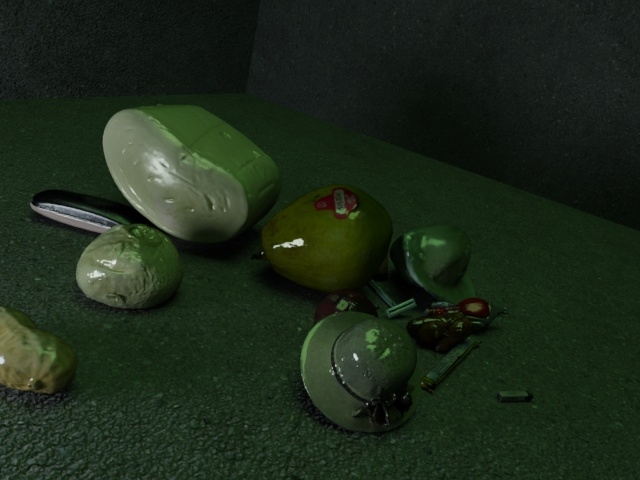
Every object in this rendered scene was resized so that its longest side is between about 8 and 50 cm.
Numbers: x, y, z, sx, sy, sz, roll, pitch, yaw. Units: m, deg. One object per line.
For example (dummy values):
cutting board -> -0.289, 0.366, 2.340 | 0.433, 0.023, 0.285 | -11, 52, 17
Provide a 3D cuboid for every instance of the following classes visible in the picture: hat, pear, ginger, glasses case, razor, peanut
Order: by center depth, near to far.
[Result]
peanut -> -0.527, 0.181, 0.968 | 0.263, 0.101, 0.117 | 25, 6, 27
hat -> 0.100, 0.219, 1.052 | 0.257, 0.130, 0.257 | 11, 53, -16
ginger -> 0.295, 0.222, 1.360 | 0.162, 0.073, 0.103 | -5, 10, -11
pear -> 0.000, 0.000, 1.475 | 0.375, 0.287, 0.287 | -13, 27, -3
razor -> 0.169, 0.144, 1.524 | 0.084, 0.035, 0.211 | -20, 28, -17
glasses case -> -0.624, -0.076, 1.532 | 0.315, 0.075, 0.122 | 15, 19, -1

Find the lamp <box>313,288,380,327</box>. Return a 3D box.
lamp -> 0.051, 0.187, 1.235 | 0.157, 0.156, 0.135 | 33, -33, -30

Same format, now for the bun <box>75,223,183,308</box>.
bun -> -0.432, 0.045, 1.273 | 0.244, 0.153, 0.244 | 7, 23, -3

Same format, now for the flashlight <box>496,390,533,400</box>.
flashlight -> 0.423, 0.338, 1.223 | 0.083, 0.018, 0.018 | 5, 25, -19

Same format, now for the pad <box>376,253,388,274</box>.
pad -> 0.068, 0.024, 1.734 | 0.287, 0.018, 0.284 | 13, 19, 2

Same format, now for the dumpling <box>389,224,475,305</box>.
dumpling -> 0.331, 0.050, 1.599 | 0.321, 0.211, 0.270 | -12, 35, -29

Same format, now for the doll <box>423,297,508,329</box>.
doll -> 0.386, 0.191, 1.470 | 0.228, 0.075, 0.102 | -3, 41, -13

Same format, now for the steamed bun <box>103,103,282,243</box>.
steamed bun -> -0.368, -0.177, 1.603 | 0.456, 0.290, 0.371 | 37, 23, 2

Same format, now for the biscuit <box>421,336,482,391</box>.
biscuit -> 0.301, 0.274, 1.297 | 0.048, 0.026, 0.292 | 22, 24, 30
